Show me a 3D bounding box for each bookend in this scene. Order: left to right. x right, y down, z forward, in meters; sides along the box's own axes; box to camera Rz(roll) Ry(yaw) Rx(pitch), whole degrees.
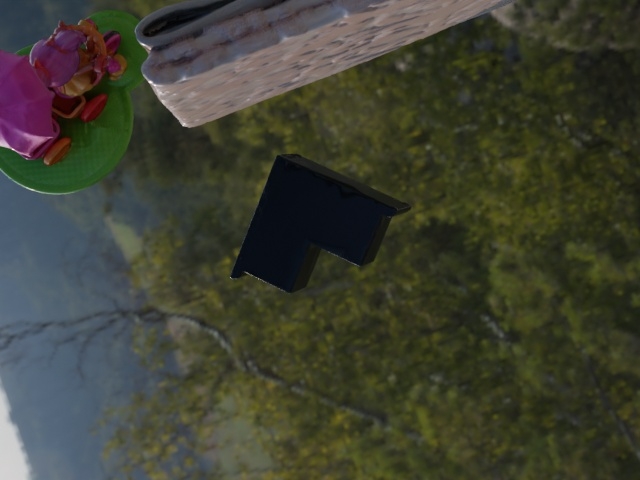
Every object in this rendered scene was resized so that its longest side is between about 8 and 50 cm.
[{"bbox_3d":[0.000,0.000,1.357,0.156,0.157,0.072,-69,-14,12],"label":"bookend"}]

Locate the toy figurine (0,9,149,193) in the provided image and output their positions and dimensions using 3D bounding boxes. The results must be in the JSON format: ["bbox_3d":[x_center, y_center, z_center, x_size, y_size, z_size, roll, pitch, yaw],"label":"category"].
[{"bbox_3d":[-0.207,-0.120,0.910,0.130,0.173,0.159,42,179,-1],"label":"toy figurine"}]

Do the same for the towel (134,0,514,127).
[{"bbox_3d":[0.026,-0.178,0.910,0.317,0.331,0.053,-162,51,-89],"label":"towel"}]
